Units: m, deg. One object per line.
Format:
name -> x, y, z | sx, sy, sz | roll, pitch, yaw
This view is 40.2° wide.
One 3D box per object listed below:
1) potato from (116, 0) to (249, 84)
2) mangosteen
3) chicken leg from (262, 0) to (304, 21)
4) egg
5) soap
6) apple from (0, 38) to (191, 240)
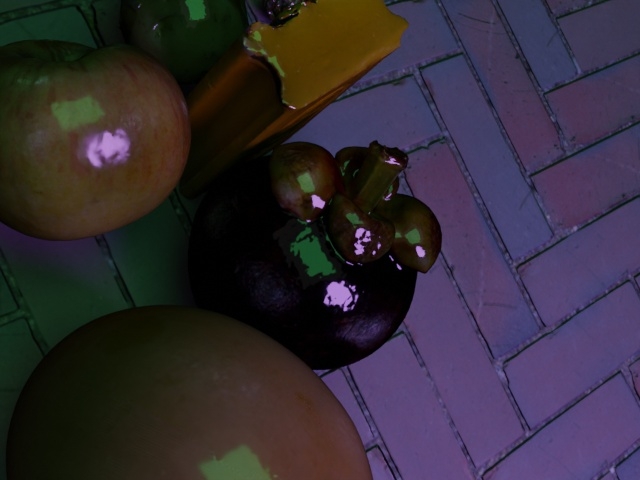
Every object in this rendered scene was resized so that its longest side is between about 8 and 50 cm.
potato -> -0.163, -0.292, 1.047 | 0.165, 0.165, 0.262 | 15, 41, -24
mangosteen -> 0.000, 0.000, 0.993 | 0.275, 0.302, 0.275 | 23, 39, -20
chicken leg -> 0.002, -0.345, 1.243 | 0.085, 0.069, 0.198 | 45, 50, 18
egg -> -0.123, 0.223, 0.840 | 0.374, 0.301, 0.301 | 24, 56, 26
soap -> -0.055, -0.171, 1.004 | 0.204, 0.324, 0.096 | -37, 95, -29
apple -> -0.256, -0.109, 0.913 | 0.261, 0.261, 0.194 | -15, 118, -31
